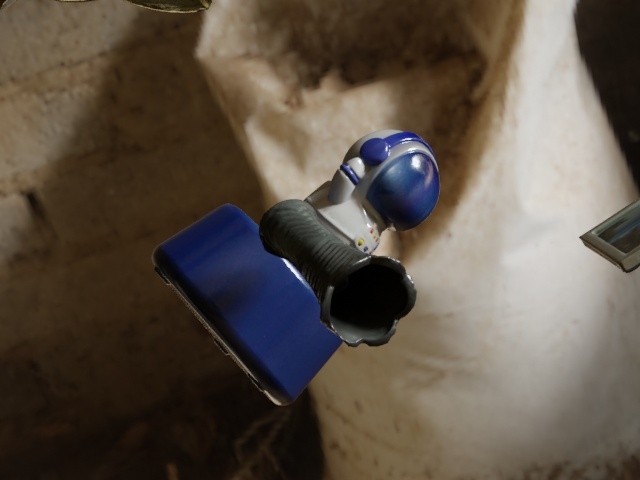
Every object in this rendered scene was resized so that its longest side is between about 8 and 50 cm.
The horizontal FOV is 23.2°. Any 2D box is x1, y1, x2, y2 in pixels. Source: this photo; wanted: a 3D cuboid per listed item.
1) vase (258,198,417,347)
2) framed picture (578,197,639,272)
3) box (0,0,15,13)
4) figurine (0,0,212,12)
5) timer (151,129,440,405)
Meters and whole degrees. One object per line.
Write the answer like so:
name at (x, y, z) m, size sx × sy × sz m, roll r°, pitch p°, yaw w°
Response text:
vase at (0.008, 0.026, 1.779) m, size 0.115 × 0.115 × 0.237 m, roll -27°, pitch 30°, yaw -11°
framed picture at (0.478, -0.066, 1.928) m, size 0.315 × 0.024 × 0.232 m, roll -32°, pitch 8°, yaw 1°
box at (-0.358, -0.397, 1.859) m, size 0.233 × 0.067 × 0.149 m, roll -43°, pitch 86°, yaw -5°
figurine at (-0.189, -0.313, 1.242) m, size 0.218 × 0.326 × 0.169 m, roll 2°, pitch 6°, yaw 1°
timer at (0.000, 0.000, 2.052) m, size 0.383 × 0.270 × 0.270 m, roll -41°, pitch 41°, yaw -6°
